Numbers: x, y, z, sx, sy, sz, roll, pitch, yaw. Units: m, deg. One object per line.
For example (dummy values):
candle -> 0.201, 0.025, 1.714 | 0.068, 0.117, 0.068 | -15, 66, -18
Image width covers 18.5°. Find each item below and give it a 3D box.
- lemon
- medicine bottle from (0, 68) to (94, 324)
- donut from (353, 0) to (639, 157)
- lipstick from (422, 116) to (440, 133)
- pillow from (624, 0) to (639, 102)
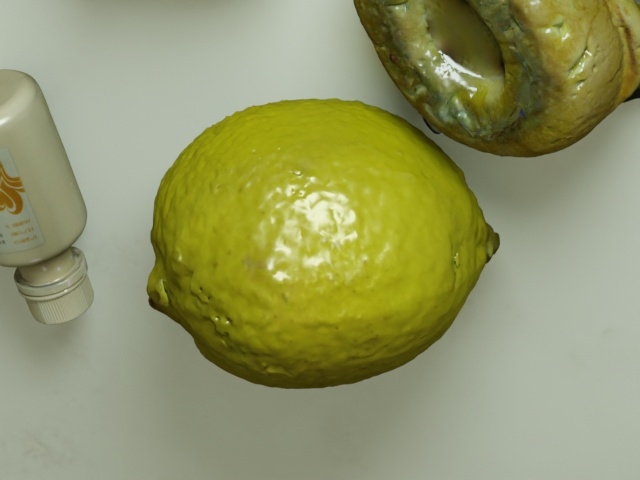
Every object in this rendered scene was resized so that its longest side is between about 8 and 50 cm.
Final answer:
lemon -> 0.000, 0.000, 1.753 | 0.321, 0.268, 0.268 | -13, 129, -16
medicine bottle -> -0.285, -0.034, 1.884 | 0.114, 0.114, 0.252 | -6, 126, 17
donut -> 0.139, -0.188, 1.625 | 0.261, 0.128, 0.208 | 51, 138, -3
lipstick -> 0.152, -0.138, 1.751 | 0.130, 0.038, 0.038 | -25, 117, 28
pillow -> 0.285, -0.216, 1.652 | 0.208, 0.052, 0.212 | -11, 124, 28
